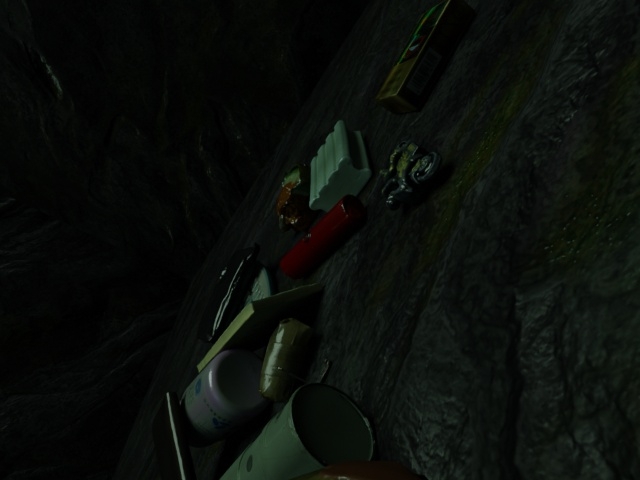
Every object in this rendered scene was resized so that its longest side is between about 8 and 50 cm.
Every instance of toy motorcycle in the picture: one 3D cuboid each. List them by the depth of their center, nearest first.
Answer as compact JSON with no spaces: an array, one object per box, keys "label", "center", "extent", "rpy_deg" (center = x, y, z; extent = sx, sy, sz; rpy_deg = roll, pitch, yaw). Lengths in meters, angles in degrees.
[{"label":"toy motorcycle","center":[0.149,-0.113,0.836],"extent":[0.124,0.061,0.193],"rpy_deg":[-61,18,12]}]

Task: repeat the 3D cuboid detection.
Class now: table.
[{"label":"table","center":[-0.040,0.303,0.618],"extent":[0.220,0.127,0.126],"rpy_deg":[-55,18,26]}]

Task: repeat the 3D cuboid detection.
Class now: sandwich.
[{"label":"sandwich","center":[-0.057,-0.128,1.399],"extent":[0.292,0.109,0.211],"rpy_deg":[158,129,-72]}]

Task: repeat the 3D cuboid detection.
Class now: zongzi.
[{"label":"zongzi","center":[-0.080,0.239,0.937],"extent":[0.176,0.079,0.160],"rpy_deg":[135,158,-70]}]

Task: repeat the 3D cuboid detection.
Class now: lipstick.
[{"label":"lipstick","center":[0.000,-0.001,1.078],"extent":[0.280,0.073,0.073],"rpy_deg":[-45,24,42]}]

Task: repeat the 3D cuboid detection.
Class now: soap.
[{"label":"soap","center":[0.046,-0.185,1.200],"extent":[0.159,0.088,0.265],"rpy_deg":[-53,19,26]}]

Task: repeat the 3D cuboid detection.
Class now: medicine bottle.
[{"label":"medicine bottle","center":[-0.220,0.351,1.025],"extent":[0.254,0.152,0.151],"rpy_deg":[-46,22,38]}]

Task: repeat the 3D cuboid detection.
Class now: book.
[{"label":"book","center":[-0.136,0.193,1.029],"extent":[0.289,0.202,0.026],"rpy_deg":[-48,65,37]}]

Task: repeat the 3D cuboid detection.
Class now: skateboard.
[{"label":"skateboard","center":[-0.028,0.216,0.792],"extent":[0.063,0.083,0.032],"rpy_deg":[-65,16,-13]}]

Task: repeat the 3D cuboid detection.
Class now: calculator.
[{"label":"calculator","center":[-0.216,0.206,1.418],"extent":[0.256,0.055,0.386],"rpy_deg":[-59,18,8]}]

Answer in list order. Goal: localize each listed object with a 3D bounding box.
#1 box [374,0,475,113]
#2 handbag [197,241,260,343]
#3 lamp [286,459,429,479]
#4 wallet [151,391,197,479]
[{"label":"box","center":[0.226,-0.408,1.057],"extent":[0.240,0.071,0.159],"rpy_deg":[-60,14,3]},{"label":"handbag","center":[-0.286,0.161,1.465],"extent":[0.192,0.075,0.332],"rpy_deg":[-12,51,66]},{"label":"lamp","center":[0.039,0.282,0.270],"extent":[0.284,0.250,0.250],"rpy_deg":[41,106,31]},{"label":"wallet","center":[-0.288,0.482,0.957],"extent":[0.309,0.042,0.165],"rpy_deg":[61,140,35]}]
